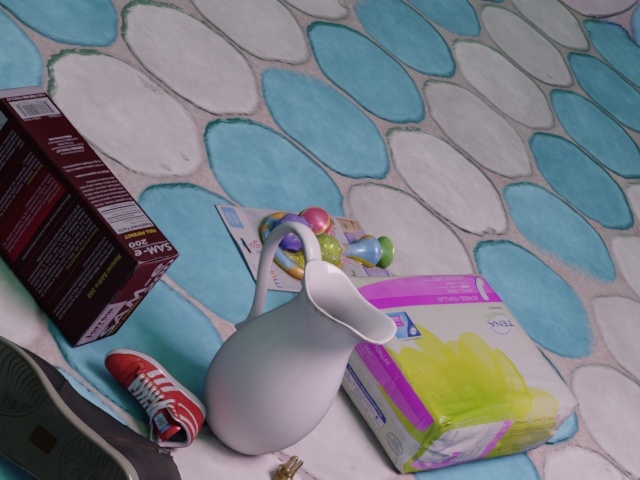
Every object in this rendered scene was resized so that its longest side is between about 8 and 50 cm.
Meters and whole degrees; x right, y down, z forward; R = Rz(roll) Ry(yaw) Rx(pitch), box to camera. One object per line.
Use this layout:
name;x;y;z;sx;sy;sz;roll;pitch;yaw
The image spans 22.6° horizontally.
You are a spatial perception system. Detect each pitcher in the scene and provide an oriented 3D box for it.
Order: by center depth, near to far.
pitcher;-0.041;0.101;1.617;0.125;0.207;0.178;6;43;-45

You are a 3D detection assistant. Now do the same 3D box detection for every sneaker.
sneaker;-0.229;0.172;1.455;0.222;0.083;0.118;43;9;19
sneaker;-0.165;0.156;1.565;0.118;0.042;0.067;37;26;-11

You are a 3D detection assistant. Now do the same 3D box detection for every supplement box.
supplement box;-0.265;-0.027;1.612;0.239;0.130;0.073;50;30;15

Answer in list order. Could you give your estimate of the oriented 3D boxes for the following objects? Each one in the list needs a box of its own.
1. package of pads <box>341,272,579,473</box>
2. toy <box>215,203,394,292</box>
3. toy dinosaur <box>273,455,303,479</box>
package of pads;0.149;0.150;1.880;0.296;0.101;0.229;-1;49;-50
toy;0.000;0.000;1.961;0.237;0.056;0.137;8;41;-44
toy dinosaur;-0.035;0.275;1.562;0.092;0.053;0.183;26;21;6
